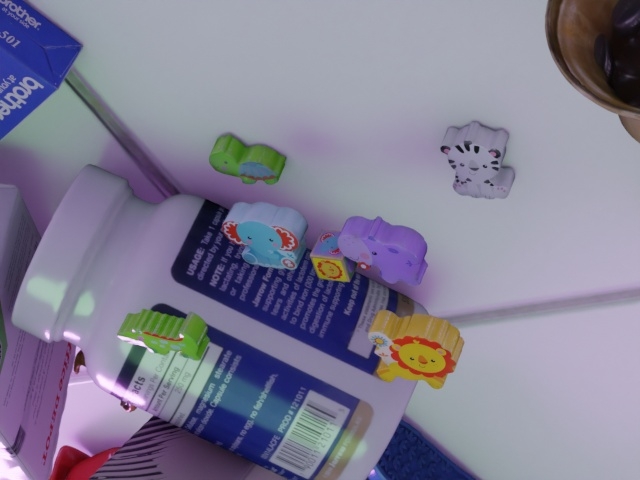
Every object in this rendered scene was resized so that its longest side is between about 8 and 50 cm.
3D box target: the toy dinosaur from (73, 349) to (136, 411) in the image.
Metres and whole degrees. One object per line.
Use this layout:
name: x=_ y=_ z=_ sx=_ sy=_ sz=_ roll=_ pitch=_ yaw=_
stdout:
toy dinosaur: x=-0.145 y=0.103 z=1.111 sx=0.112 sy=0.064 sz=0.211 roll=34 pitch=170 yaw=21

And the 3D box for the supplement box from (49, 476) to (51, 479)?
supplement box: x=-0.272 y=0.381 z=1.448 sx=0.194 sy=0.191 sz=0.129 roll=41 pitch=140 yaw=-21

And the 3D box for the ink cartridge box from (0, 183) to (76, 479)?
ink cartridge box: x=-0.259 y=0.078 z=1.058 sx=0.093 sy=0.160 sz=0.219 roll=4 pitch=151 yaw=6

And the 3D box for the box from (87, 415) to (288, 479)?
box: x=-0.092 y=0.188 z=1.043 sx=0.094 sy=0.275 sz=0.113 roll=16 pitch=106 yaw=10

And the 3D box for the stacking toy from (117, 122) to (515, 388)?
stacking toy: x=0.000 y=0.000 z=0.857 sx=0.221 sy=0.167 sz=0.052 roll=5 pitch=139 yaw=24

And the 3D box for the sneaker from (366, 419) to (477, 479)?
sneaker: x=0.090 y=0.234 z=1.178 sx=0.090 sy=0.081 sz=0.232 roll=-21 pitch=118 yaw=46

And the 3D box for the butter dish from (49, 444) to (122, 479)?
butter dish: x=-0.168 y=0.258 z=1.304 sx=0.160 sy=0.160 sz=0.118 roll=39 pitch=118 yaw=-22

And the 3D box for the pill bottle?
pill bottle: x=-0.069 y=0.059 z=0.979 sx=0.265 sy=0.153 sz=0.153 roll=27 pitch=143 yaw=-4

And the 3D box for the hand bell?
hand bell: x=0.201 y=-0.052 z=0.768 sx=0.126 sy=0.126 sz=0.242 roll=7 pitch=153 yaw=21

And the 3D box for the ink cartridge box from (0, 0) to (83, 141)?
ink cartridge box: x=-0.257 y=-0.104 z=0.964 sx=0.097 sy=0.046 sz=0.207 roll=38 pitch=141 yaw=-21
